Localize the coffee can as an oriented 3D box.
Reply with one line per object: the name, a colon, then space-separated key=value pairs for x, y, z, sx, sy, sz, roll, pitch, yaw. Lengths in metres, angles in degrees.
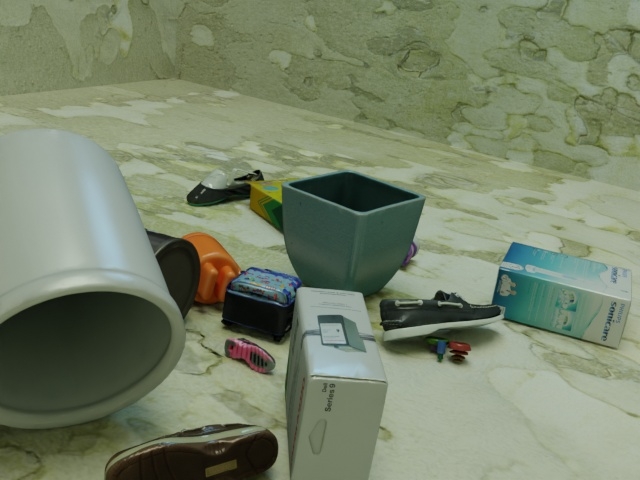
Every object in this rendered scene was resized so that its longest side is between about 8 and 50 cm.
coffee can: x=-0.414 y=0.060 z=1.536 sx=0.275 sy=0.202 sz=0.201 roll=16 pitch=23 yaw=23

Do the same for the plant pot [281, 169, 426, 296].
plant pot: x=0.064 y=-0.001 z=1.771 sx=0.247 sy=0.253 sz=0.247 roll=24 pitch=27 yaw=37

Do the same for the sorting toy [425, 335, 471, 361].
sorting toy: x=0.258 y=0.226 z=1.551 sx=0.101 sy=0.042 sz=0.061 roll=8 pitch=2 yaw=39

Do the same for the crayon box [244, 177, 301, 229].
crayon box: x=-0.074 y=-0.109 z=2.232 sx=0.202 sy=0.081 sz=0.318 roll=-6 pitch=22 yaw=-29

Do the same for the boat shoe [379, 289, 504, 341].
boat shoe: x=0.263 y=0.151 z=1.613 sx=0.302 sy=0.091 sz=0.114 roll=-4 pitch=-11 yaw=-32

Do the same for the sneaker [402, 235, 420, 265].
sneaker: x=0.143 y=0.009 z=1.992 sx=0.236 sy=0.095 sz=0.105 roll=14 pitch=31 yaw=6

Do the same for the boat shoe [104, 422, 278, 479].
boat shoe: x=-0.194 y=0.321 z=1.108 sx=0.257 sy=0.095 sz=0.095 roll=1 pitch=7 yaw=-31

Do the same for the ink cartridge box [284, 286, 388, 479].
ink cartridge box: x=0.014 y=0.233 z=1.211 sx=0.121 sy=0.211 sz=0.289 roll=6 pitch=22 yaw=-7

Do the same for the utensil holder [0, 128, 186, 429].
utensil holder: x=-0.429 y=0.049 z=1.223 sx=0.327 sy=0.328 sz=0.386 roll=-5 pitch=46 yaw=-28

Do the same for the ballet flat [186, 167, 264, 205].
ballet flat: x=-0.291 y=-0.176 z=2.329 sx=0.280 sy=0.096 sz=0.095 roll=-14 pitch=30 yaw=-42

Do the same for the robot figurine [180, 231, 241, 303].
robot figurine: x=-0.264 y=0.058 z=1.689 sx=0.158 sy=0.128 sz=0.219 roll=-27 pitch=32 yaw=-15

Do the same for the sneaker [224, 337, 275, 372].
sneaker: x=-0.127 y=0.215 z=1.452 sx=0.119 sy=0.047 sz=0.057 roll=22 pitch=14 yaw=32

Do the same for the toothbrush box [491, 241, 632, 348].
toothbrush box: x=0.572 y=0.121 z=1.787 sx=0.295 sy=0.126 sz=0.216 roll=13 pitch=21 yaw=18

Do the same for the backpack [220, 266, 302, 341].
backpack: x=-0.107 y=0.120 z=1.597 sx=0.158 sy=0.117 sz=0.173 roll=15 pitch=20 yaw=17
